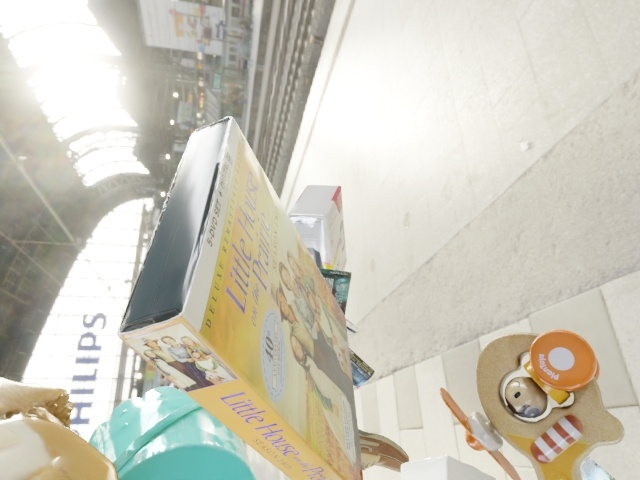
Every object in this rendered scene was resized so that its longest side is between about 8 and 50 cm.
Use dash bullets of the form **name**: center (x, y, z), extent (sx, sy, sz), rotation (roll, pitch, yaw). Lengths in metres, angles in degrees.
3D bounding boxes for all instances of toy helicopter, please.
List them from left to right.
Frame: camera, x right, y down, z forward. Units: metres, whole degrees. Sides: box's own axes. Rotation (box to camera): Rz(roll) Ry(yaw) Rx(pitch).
- **toy helicopter**: center (0.322, 0.316, 0.630), extent (0.234, 0.140, 0.355), rotation (-22, 61, 27)

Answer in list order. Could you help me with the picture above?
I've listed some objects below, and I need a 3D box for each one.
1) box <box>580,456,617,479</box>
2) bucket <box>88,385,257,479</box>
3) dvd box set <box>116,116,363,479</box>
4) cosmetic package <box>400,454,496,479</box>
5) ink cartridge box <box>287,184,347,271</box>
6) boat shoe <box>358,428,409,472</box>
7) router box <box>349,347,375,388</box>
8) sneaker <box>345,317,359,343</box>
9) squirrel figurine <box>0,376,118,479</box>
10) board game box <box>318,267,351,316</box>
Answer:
- **box**: center (0.518, 0.567, 0.840), extent (0.044, 0.233, 0.159), rotation (58, 172, -28)
- **bucket**: center (-0.232, 0.386, 0.658), extent (0.183, 0.281, 0.281), rotation (7, 93, 64)
- **dvd box set**: center (-0.049, 0.100, 0.534), extent (0.308, 0.062, 0.420), rotation (-94, -18, -49)
- **cosmetic package**: center (0.268, 0.580, 0.901), extent (0.151, 0.151, 0.184), rotation (-42, 24, 42)
- **ink cartridge box**: center (0.000, 0.000, 1.402), extent (0.226, 0.131, 0.306), rotation (-66, -27, -55)
- **boat shoe**: center (0.132, 0.711, 1.438), extent (0.120, 0.323, 0.123), rotation (-63, -7, -49)
- **router box**: center (0.110, 0.431, 1.445), extent (0.038, 0.122, 0.092), rotation (-41, -11, -48)
- **sneaker**: center (0.029, 0.304, 1.547), extent (0.095, 0.235, 0.090), rotation (-56, 17, 3)
- **squirrel figurine**: center (-0.410, 0.362, 0.444), extent (0.397, 0.281, 0.371), rotation (16, 86, 64)
- **board game box**: center (-0.005, 0.142, 0.934), extent (0.026, 0.126, 0.186), rotation (-80, -3, -59)
